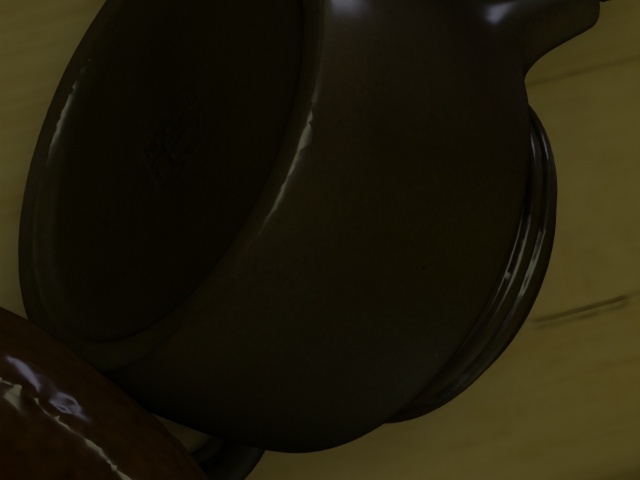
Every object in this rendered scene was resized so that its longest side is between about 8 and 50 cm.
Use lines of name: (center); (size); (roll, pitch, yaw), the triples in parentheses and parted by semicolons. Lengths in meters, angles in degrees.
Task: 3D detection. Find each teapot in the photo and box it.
teapot: (0.000, 0.000, 0.651); (0.175, 0.186, 0.268); (25, 112, -32)

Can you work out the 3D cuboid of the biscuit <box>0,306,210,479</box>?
biscuit: (-0.161, 0.198, 0.600); (0.314, 0.063, 0.367); (34, 102, -3)
